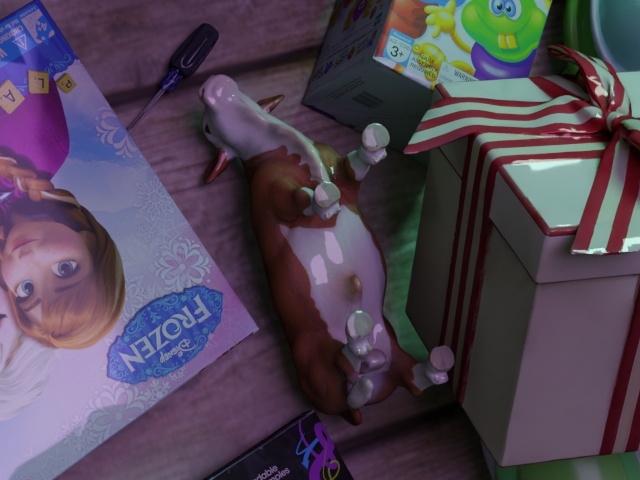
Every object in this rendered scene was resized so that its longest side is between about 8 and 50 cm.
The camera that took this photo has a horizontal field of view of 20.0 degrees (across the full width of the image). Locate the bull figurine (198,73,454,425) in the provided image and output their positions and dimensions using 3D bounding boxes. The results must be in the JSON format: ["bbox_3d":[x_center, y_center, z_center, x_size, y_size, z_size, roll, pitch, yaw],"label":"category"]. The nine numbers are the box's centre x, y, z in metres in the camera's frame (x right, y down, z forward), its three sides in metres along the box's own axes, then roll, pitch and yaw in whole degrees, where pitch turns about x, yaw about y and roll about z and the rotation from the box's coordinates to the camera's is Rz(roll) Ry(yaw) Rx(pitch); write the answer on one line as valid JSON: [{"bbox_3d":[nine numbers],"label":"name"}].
[{"bbox_3d":[0.000,0.000,1.455,0.101,0.188,0.310,-23,95,-22],"label":"bull figurine"}]

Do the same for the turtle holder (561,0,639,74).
[{"bbox_3d":[0.368,-0.220,1.644,0.243,0.227,0.320,39,66,-12],"label":"turtle holder"}]

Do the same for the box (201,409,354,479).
[{"bbox_3d":[-0.013,0.236,1.477,0.116,0.029,0.162,-31,94,-28],"label":"box"}]

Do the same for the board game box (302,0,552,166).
[{"bbox_3d":[0.112,-0.226,1.571,0.142,0.144,0.275,25,70,-19],"label":"board game box"}]

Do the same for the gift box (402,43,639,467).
[{"bbox_3d":[0.203,0.010,1.411,0.276,0.255,0.258,-7,125,-23],"label":"gift box"}]

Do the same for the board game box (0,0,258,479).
[{"bbox_3d":[-0.260,0.028,1.382,0.318,0.066,0.318,-36,96,-25],"label":"board game box"}]

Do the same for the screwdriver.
[{"bbox_3d":[-0.140,-0.115,1.504,0.024,0.025,0.170,41,74,-13],"label":"screwdriver"}]

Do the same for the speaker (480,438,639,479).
[{"bbox_3d":[0.230,0.262,1.533,0.131,0.131,0.296,-16,86,-27],"label":"speaker"}]
